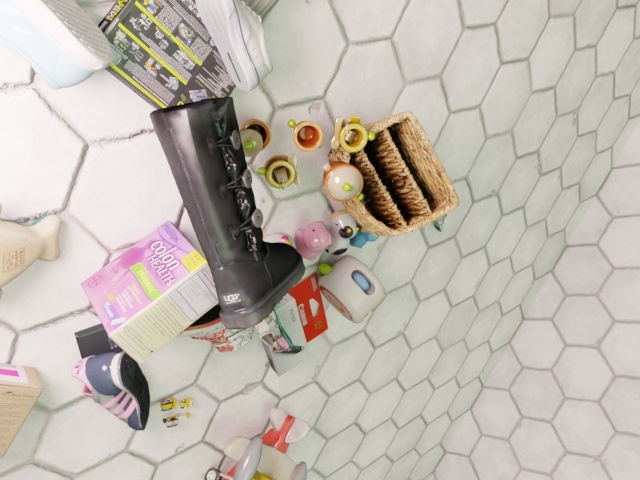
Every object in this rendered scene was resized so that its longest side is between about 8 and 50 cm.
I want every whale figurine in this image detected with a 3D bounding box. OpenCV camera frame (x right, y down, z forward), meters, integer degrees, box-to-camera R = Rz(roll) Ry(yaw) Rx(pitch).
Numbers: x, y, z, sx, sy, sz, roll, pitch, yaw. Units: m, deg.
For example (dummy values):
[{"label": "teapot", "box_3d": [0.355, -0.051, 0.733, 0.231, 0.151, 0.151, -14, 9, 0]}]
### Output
[{"label": "whale figurine", "box_3d": [-0.623, 0.013, 0.932, 0.272, 0.141, 0.216, -29, 137, -57]}]

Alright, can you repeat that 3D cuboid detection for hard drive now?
[{"label": "hard drive", "box_3d": [-0.514, 0.238, 1.219, 0.135, 0.022, 0.094, -19, 127, -31]}]

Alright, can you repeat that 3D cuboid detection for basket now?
[{"label": "basket", "box_3d": [0.178, -0.159, 1.339, 0.214, 0.223, 0.299, -37, 108, -20]}]

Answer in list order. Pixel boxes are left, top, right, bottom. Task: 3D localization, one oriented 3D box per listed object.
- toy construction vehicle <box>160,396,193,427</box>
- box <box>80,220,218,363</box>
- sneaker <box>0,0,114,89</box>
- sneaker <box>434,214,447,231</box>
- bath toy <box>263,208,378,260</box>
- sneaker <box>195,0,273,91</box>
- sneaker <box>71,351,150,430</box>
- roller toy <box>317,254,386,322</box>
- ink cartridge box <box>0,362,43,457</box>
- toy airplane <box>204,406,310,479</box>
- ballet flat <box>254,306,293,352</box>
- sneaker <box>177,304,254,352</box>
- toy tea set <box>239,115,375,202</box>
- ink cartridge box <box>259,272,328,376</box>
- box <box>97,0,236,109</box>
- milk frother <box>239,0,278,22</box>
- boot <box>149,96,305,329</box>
[{"label": "toy construction vehicle", "box_3d": [-0.419, 0.488, 1.454, 0.098, 0.035, 0.085, -3, 107, -42]}, {"label": "box", "box_3d": [-0.368, 0.106, 1.121, 0.243, 0.214, 0.117, -38, 135, -15]}, {"label": "sneaker", "box_3d": [-0.505, -0.383, 0.766, 0.150, 0.135, 0.366, -29, 122, 16]}, {"label": "sneaker", "box_3d": [0.441, -0.080, 1.819, 0.069, 0.038, 0.098, -41, 136, -12]}, {"label": "bath toy", "box_3d": [0.000, 0.000, 1.431, 0.349, 0.129, 0.151, -15, 125, -32]}, {"label": "sneaker", "box_3d": [-0.165, -0.422, 0.980, 0.091, 0.094, 0.258, -47, 145, -24]}, {"label": "sneaker", "box_3d": [-0.515, 0.380, 1.266, 0.131, 0.112, 0.318, -2, 133, -3]}, {"label": "roller toy", "box_3d": [0.102, 0.148, 1.563, 0.146, 0.191, 0.209, -42, 135, -13]}, {"label": "ink cartridge box", "box_3d": [-0.744, 0.347, 1.046, 0.235, 0.088, 0.193, 29, 94, -46]}, {"label": "toy airplane", "box_3d": [-0.165, 0.756, 1.660, 0.386, 0.272, 0.384, -6, 119, -38]}, {"label": "ballet flat", "box_3d": [-0.141, 0.251, 1.433, 0.079, 0.076, 0.221, -23, 131, -7]}, {"label": "sneaker", "box_3d": [-0.295, 0.250, 1.364, 0.270, 0.090, 0.144, -14, 122, -37]}, {"label": "toy tea set", "box_3d": [-0.033, -0.193, 1.191, 0.337, 0.124, 0.199, 1, 113, -11]}, {"label": "ink cartridge box", "box_3d": [-0.074, 0.267, 1.587, 0.239, 0.060, 0.275, -30, 132, -21]}, {"label": "box", "box_3d": [-0.290, -0.368, 1.003, 0.216, 0.060, 0.270, -53, 136, 0]}, {"label": "milk frother", "box_3d": [-0.106, -0.541, 1.032, 0.135, 0.129, 0.143, -36, 179, 32]}, {"label": "boot", "box_3d": [-0.178, -0.087, 1.098, 0.146, 0.367, 0.444, -14, 105, 12]}]
